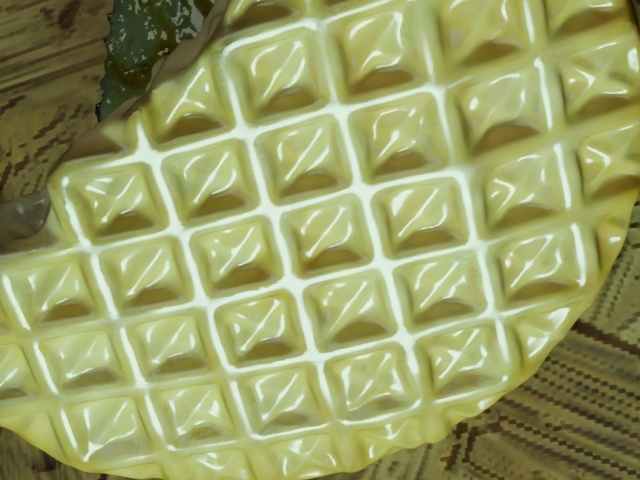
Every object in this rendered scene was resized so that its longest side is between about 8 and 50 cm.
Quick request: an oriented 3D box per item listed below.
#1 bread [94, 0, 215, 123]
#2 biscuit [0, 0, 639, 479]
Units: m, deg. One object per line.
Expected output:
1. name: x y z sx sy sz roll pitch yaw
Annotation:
1. bread: -0.017 -0.077 0.701 0.110 0.103 0.156 21 110 33
2. biscuit: 0.000 0.000 0.664 0.309 0.040 0.204 -40 118 22
